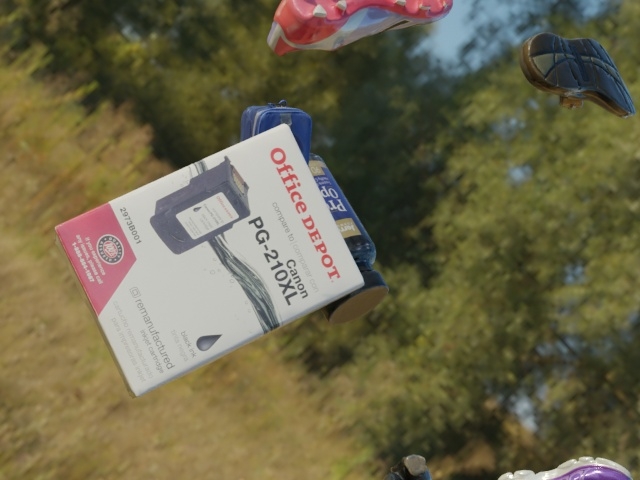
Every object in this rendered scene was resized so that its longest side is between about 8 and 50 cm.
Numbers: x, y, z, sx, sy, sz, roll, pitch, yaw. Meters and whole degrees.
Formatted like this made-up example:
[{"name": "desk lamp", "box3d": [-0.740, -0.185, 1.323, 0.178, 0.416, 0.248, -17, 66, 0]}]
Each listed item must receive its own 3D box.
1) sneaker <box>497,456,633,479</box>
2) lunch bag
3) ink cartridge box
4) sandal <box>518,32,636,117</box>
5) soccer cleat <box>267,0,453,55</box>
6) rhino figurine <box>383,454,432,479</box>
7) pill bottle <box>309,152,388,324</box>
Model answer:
[{"name": "sneaker", "box3d": [0.295, 0.314, 1.712, 0.071, 0.170, 0.068, -85, 154, -50]}, {"name": "lunch bag", "box3d": [-0.047, -0.105, 1.552, 0.065, 0.067, 0.098, -152, -118, -62]}, {"name": "ink cartridge box", "box3d": [-0.103, 0.019, 1.318, 0.172, 0.237, 0.100, 64, -13, 2]}, {"name": "sandal", "box3d": [0.277, -0.176, 1.574, 0.219, 0.060, 0.090, 0, 68, -50]}, {"name": "soccer cleat", "box3d": [0.047, -0.267, 1.655, 0.095, 0.248, 0.083, -45, -113, 48]}, {"name": "rhino figurine", "box3d": [0.153, 0.368, 1.712, 0.243, 0.073, 0.106, 57, -10, 2]}, {"name": "pill bottle", "box3d": [0.000, 0.000, 1.933, 0.219, 0.122, 0.123, 59, 4, 22]}]
